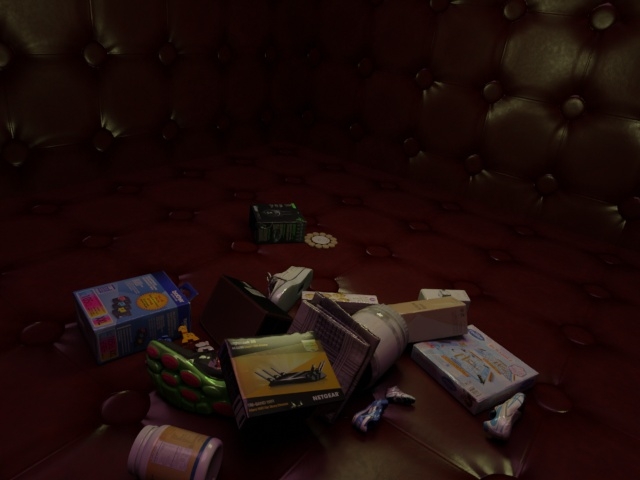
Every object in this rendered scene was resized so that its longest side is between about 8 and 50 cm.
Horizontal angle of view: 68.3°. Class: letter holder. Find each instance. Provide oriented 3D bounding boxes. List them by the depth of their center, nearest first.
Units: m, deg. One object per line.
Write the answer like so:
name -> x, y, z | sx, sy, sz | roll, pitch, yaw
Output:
letter holder -> -0.285, 0.298, 1.754 | 0.302, 0.214, 0.152 | 30, 3, 40

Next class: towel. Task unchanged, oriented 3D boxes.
towel -> 0.003, 0.359, 1.503 | 0.312, 0.324, 0.056 | 33, 7, 41

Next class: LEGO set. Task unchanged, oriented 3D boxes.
LEGO set -> -0.492, 0.352, 1.632 | 0.227, 0.087, 0.093 | -5, 29, -26

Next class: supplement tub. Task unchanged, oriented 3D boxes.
supplement tub -> -0.363, 0.553, 1.191 | 0.199, 0.144, 0.144 | 11, 26, 9

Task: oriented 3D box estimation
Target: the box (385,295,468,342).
box -> 0.389, 0.306, 1.815 | 0.311, 0.121, 0.148 | -7, 8, -9

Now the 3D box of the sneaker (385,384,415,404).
sneaker -> 0.264, 0.506, 1.563 | 0.098, 0.038, 0.069 | 9, 27, 2

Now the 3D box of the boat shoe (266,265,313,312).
boat shoe -> -0.165, 0.188, 1.991 | 0.156, 0.136, 0.367 | 15, 24, 16

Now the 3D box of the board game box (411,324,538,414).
board game box -> 0.553, 0.453, 1.711 | 0.318, 0.066, 0.318 | -10, 30, -30

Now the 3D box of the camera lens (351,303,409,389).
camera lens -> 0.154, 0.362, 1.621 | 0.219, 0.219, 0.274 | 24, 30, 30

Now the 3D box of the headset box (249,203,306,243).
headset box -> -0.227, -0.094, 2.549 | 0.283, 0.131, 0.246 | -1, 28, -17

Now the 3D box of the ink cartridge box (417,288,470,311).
ink cartridge box -> 0.505, 0.281, 1.963 | 0.190, 0.140, 0.082 | 2, 29, -9

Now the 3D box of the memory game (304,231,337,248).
memory game -> 0.000, 0.000, 2.549 | 0.186, 0.012, 0.186 | 6, 25, -3

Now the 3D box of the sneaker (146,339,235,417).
sneaker -> -0.311, 0.422, 1.465 | 0.482, 0.185, 0.202 | 20, 22, 2

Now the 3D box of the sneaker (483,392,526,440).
sneaker -> 0.597, 0.549, 1.512 | 0.086, 0.085, 0.237 | 18, 24, 36

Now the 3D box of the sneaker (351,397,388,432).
sneaker -> 0.164, 0.541, 1.454 | 0.144, 0.053, 0.059 | -24, 38, -33

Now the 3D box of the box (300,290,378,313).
box -> 0.077, 0.263, 1.979 | 0.324, 0.063, 0.067 | 5, 27, -5

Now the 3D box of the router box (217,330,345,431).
router box -> -0.112, 0.388, 1.346 | 0.309, 0.081, 0.243 | 2, 43, -33

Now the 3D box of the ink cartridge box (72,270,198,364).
ink cartridge box -> -0.652, 0.257, 1.721 | 0.395, 0.151, 0.270 | -13, 32, -38
